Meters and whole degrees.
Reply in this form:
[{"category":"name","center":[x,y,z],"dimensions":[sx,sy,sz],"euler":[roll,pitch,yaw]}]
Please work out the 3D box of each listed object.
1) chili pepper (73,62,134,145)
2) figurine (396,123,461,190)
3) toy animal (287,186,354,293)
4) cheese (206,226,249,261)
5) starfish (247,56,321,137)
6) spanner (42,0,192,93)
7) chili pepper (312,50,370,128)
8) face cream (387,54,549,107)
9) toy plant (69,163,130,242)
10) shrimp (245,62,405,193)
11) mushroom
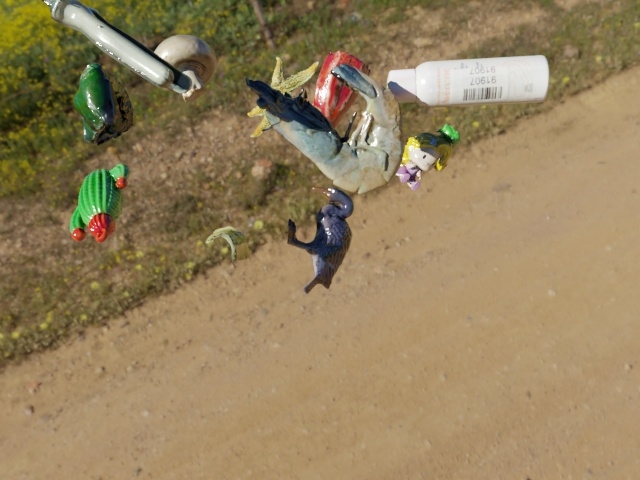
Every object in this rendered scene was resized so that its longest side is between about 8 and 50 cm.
[{"category":"chili pepper","center":[-0.498,-0.302,1.494],"dimensions":[0.116,0.148,0.264],"euler":[-13,1,-4]},{"category":"figurine","center":[0.222,-0.194,1.419],"dimensions":[0.156,0.094,0.115],"euler":[-49,36,15]},{"category":"toy animal","center":[0.000,0.000,1.833],"dimensions":[0.185,0.299,0.122],"euler":[0,-2,-2]},{"category":"cheese","center":[-0.162,-0.001,1.154],"dimensions":[0.084,0.041,0.060],"euler":[33,21,18]},{"category":"starfish","center":[-0.084,-0.317,1.410],"dimensions":[0.208,0.053,0.176],"euler":[-23,60,23]},{"category":"spanner","center":[-0.325,-0.306,0.941],"dimensions":[0.324,0.040,0.095],"euler":[35,11,10]},{"category":"chili pepper","center":[0.044,-0.442,1.996],"dimensions":[0.136,0.144,0.253],"euler":[23,88,11]},{"category":"face cream","center":[0.249,-0.271,1.137],"dimensions":[0.268,0.082,0.082],"euler":[-3,36,5]},{"category":"toy plant","center":[-0.490,-0.071,1.448],"dimensions":[0.154,0.088,0.240],"euler":[-20,45,28]},{"category":"shrimp","center":[0.024,-0.206,1.082],"dimensions":[0.178,0.289,0.075],"euler":[-47,4,14]},{"category":"mushroom","center":[-0.410,-0.515,2.013],"dimensions":[0.204,0.204,0.204],"euler":[-13,34,9]}]
